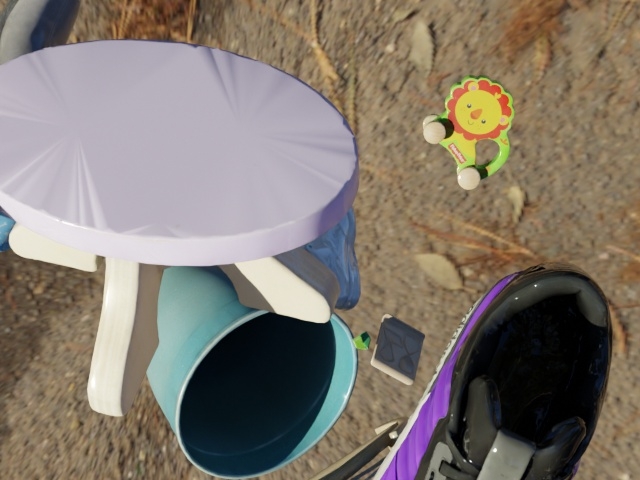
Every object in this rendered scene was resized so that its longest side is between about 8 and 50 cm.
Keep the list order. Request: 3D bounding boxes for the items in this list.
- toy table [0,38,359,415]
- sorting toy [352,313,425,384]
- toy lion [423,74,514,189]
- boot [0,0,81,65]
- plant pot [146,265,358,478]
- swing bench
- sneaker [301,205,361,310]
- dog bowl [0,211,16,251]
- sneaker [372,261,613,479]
[{"bbox_3d":[-0.109,-0.020,0.853,0.274,0.161,0.252,22,55,19],"label":"toy table"},{"bbox_3d":[0.072,0.111,1.307,0.083,0.012,0.062,30,61,-22],"label":"sorting toy"},{"bbox_3d":[0.161,-0.117,1.256,0.096,0.034,0.100,-33,106,17],"label":"toy lion"},{"bbox_3d":[-0.391,-0.220,1.756,0.222,0.118,0.338,24,88,39],"label":"boot"},{"bbox_3d":[-0.127,0.145,1.690,0.271,0.255,0.272,-16,124,-25],"label":"plant pot"},{"bbox_3d":[0.096,0.400,1.628,0.254,0.165,0.253,-30,87,-30],"label":"swing bench"},{"bbox_3d":[0.000,0.000,1.821,0.094,0.080,0.212,6,61,-30],"label":"sneaker"},{"bbox_3d":[-0.561,-0.086,1.862,0.074,0.297,0.166,-39,54,25],"label":"dog bowl"},{"bbox_3d":[0.084,0.137,0.677,0.102,0.146,0.293,23,77,1],"label":"sneaker"}]
